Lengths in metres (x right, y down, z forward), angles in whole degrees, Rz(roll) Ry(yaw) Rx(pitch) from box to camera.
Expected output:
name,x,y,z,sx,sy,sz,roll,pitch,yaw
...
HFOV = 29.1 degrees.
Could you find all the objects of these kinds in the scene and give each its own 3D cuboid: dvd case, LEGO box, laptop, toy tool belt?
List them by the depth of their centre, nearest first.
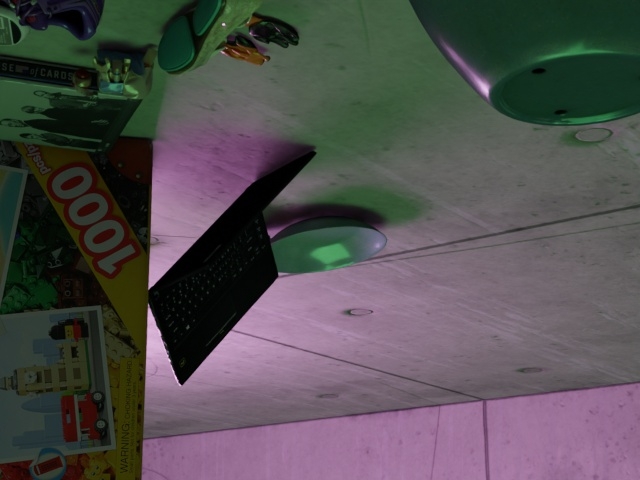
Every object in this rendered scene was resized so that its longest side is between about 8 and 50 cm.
name,x,y,z,sx,sy,sz,roll,pitch,yaw
toy tool belt,-0.209,-0.177,1.254,0.083,0.052,0.051,1,132,-17
dvd case,-0.330,-0.150,1.354,0.238,0.030,0.179,7,162,-21
LEGO box,-0.399,0.130,1.473,0.372,0.500,0.193,3,164,-12
laptop,-0.096,0.039,1.577,0.136,0.234,0.264,17,138,31

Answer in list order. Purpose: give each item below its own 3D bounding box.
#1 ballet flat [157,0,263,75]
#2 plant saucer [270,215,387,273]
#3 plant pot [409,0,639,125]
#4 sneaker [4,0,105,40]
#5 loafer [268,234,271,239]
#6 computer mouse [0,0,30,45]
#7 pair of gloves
name,x,y,z,sx,sy,sz,roll,pitch,yaw
ballet flat,-0.102,-0.198,1.163,0.052,0.057,0.168,-2,166,-29
plant saucer,0.000,0.000,1.816,0.194,0.037,0.195,-8,161,-3
plant pot,0.189,-0.199,0.919,0.290,0.196,0.290,-1,164,0
sneaker,-0.254,-0.219,1.057,0.170,0.071,0.068,17,156,-42
loafer,-0.097,-0.008,1.809,0.039,0.045,0.125,-15,156,23
computer mouse,-0.358,-0.217,1.119,0.193,0.042,0.106,8,157,-8
pair of gloves,-0.067,-0.200,1.227,0.074,0.010,0.083,16,154,-40
